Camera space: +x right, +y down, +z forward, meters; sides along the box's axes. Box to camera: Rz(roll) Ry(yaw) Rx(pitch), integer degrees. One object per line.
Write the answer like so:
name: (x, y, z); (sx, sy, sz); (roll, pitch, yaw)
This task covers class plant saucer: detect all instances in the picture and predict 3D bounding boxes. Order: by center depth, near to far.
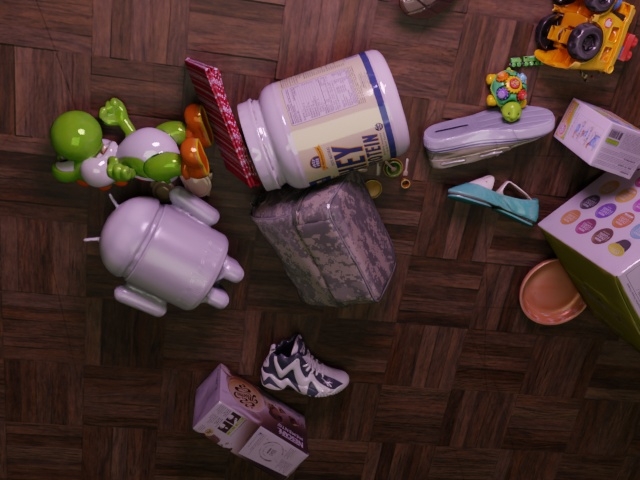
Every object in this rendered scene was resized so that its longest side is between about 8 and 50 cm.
plant saucer: (0.616, 0.129, 1.938); (0.199, 0.037, 0.200); (-2, 116, -4)

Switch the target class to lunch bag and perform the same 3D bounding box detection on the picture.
lunch bag: (0.000, 0.000, 1.715); (0.255, 0.213, 0.305); (-12, 121, 30)

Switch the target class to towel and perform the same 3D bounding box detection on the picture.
towel: (-0.211, -0.254, 1.585); (0.031, 0.199, 0.275); (-26, 117, -14)

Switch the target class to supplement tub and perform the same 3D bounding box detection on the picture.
supplement tub: (0.007, -0.250, 1.584); (0.324, 0.235, 0.236); (-18, 116, 3)

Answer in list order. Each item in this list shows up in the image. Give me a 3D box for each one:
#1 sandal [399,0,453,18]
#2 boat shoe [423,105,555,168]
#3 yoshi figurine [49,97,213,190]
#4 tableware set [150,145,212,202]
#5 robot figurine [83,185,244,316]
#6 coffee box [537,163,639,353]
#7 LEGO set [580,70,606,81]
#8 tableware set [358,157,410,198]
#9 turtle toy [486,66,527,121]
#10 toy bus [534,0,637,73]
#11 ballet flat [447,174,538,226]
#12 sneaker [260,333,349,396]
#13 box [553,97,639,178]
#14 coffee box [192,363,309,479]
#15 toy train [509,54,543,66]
sandal: (0.258, -0.553, 1.571); (0.219, 0.060, 0.090); (-41, 119, -3)
boat shoe: (0.390, -0.241, 1.716); (0.302, 0.109, 0.094); (-8, 133, 7)
yoshi figurine: (-0.427, -0.211, 1.585); (0.361, 0.203, 0.203); (-7, 96, 9)
tableware set: (-0.336, -0.158, 1.709); (0.168, 0.020, 0.141); (-10, 113, 0)
robot figurine: (-0.353, 0.028, 1.694); (0.353, 0.200, 0.300); (28, 89, -18)
coffee box: (0.788, 0.040, 1.726); (0.334, 0.338, 0.338); (-37, 115, 2)
LEGO set: (0.644, -0.397, 1.699); (0.054, 0.023, 0.083); (35, 107, -20)
tableware set: (0.139, -0.146, 1.764); (0.154, 0.024, 0.104); (-1, 115, -6)
turtle toy: (0.428, -0.330, 1.664); (0.095, 0.066, 0.130); (2, 82, -8)
toy bus: (0.606, -0.474, 1.604); (0.211, 0.149, 0.220); (6, 112, -23)
ballet flat: (0.423, -0.110, 1.791); (0.247, 0.083, 0.087); (18, 88, -14)
sneaker: (-0.034, 0.318, 1.923); (0.234, 0.094, 0.153); (9, 123, 1)
box: (0.637, -0.236, 1.676); (0.114, 0.203, 0.103); (16, 113, -15)
coffee box: (-0.182, 0.481, 1.945); (0.297, 0.168, 0.119); (37, 106, -20)
toy train: (0.472, -0.410, 1.680); (0.083, 0.017, 0.024); (-6, 105, -3)
